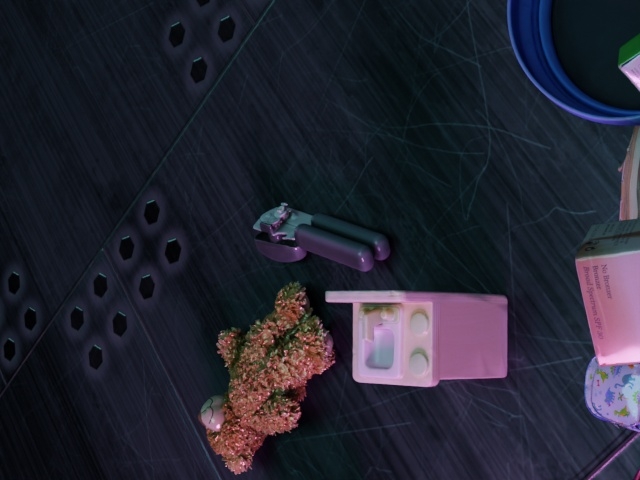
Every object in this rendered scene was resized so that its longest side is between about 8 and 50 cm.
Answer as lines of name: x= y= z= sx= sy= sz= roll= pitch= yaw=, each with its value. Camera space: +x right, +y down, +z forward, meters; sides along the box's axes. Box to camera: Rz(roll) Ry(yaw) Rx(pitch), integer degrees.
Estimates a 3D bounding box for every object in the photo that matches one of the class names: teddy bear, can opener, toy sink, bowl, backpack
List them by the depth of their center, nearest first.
bowl: x=0.427 y=-0.330 z=1.771 sx=0.391 sy=0.077 sz=0.391 roll=-13 pitch=69 yaw=37
backpack: x=0.398 y=0.193 z=1.798 sx=0.114 sy=0.084 sz=0.105 roll=9 pitch=91 yaw=48
toy sink: x=0.135 y=0.139 z=1.959 sx=0.153 sy=0.234 sz=0.131 roll=-3 pitch=84 yaw=44
can opener: x=0.000 y=0.000 z=2.234 sx=0.280 sy=0.074 sz=0.093 roll=15 pitch=132 yaw=46
teddy bear: x=-0.099 y=0.225 z=2.275 sx=0.338 sy=0.113 sz=0.245 roll=-40 pitch=58 yaw=35

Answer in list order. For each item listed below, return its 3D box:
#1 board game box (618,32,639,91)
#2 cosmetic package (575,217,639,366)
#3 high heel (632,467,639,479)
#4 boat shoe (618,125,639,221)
board game box: x=0.540 y=-0.213 z=1.571 sx=0.316 sy=0.064 sz=0.242 roll=-36 pitch=106 yaw=28
cosmetic package: x=0.465 y=0.047 z=1.616 sx=0.296 sy=0.129 sz=0.153 roll=-10 pitch=105 yaw=24
high heel: x=0.423 y=0.287 z=1.696 sx=0.127 sy=0.181 sz=0.377 roll=39 pitch=114 yaw=39
boat shoe: x=0.420 y=-0.099 z=1.817 sx=0.072 sy=0.068 sz=0.190 roll=15 pitch=96 yaw=60
